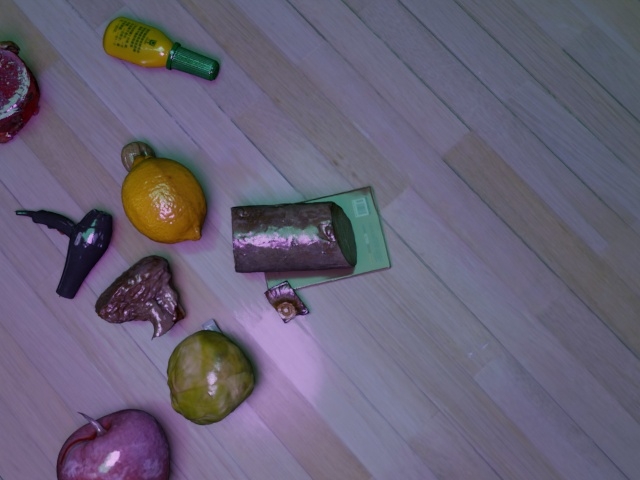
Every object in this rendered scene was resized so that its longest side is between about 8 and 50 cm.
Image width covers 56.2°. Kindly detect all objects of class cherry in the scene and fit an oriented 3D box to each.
[{"bbox_3d":[-0.454,0.488,1.330,0.236,0.213,0.285,-26,100,19],"label":"cherry"}]

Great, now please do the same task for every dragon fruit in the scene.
[{"bbox_3d":[-0.828,-0.364,1.523,0.211,0.147,0.282,21,85,-5],"label":"dragon fruit"}]

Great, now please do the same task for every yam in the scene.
[{"bbox_3d":[-0.068,-0.007,1.410,0.305,0.168,0.167,-3,80,2],"label":"yam"}]

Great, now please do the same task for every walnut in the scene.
[{"bbox_3d":[-0.457,-0.206,1.510,0.092,0.092,0.092,0,81,1],"label":"walnut"}]

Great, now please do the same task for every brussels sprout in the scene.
[{"bbox_3d":[-0.258,0.309,1.359,0.223,0.161,0.222,2,94,25],"label":"brussels sprout"}]

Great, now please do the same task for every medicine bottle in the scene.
[{"bbox_3d":[-0.412,-0.489,1.557,0.309,0.076,0.111,21,84,5],"label":"medicine bottle"}]

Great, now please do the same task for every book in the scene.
[{"bbox_3d":[0.000,0.000,1.496,0.311,0.021,0.216,-13,81,-1],"label":"book"}]

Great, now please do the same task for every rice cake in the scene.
[{"bbox_3d":[-0.229,0.273,1.449,0.042,0.030,0.180,-34,82,-9],"label":"rice cake"}]

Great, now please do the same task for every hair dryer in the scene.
[{"bbox_3d":[-0.660,-0.004,1.498,0.272,0.091,0.235,27,92,18],"label":"hair dryer"}]

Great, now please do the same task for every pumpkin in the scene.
[{"bbox_3d":[-0.081,0.149,1.460,0.073,0.035,0.101,-31,95,15],"label":"pumpkin"}]

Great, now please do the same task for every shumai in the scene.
[{"bbox_3d":[-0.417,0.149,1.428,0.206,0.166,0.175,-38,104,-4],"label":"shumai"}]

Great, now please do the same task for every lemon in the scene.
[{"bbox_3d":[-0.373,-0.097,1.436,0.188,0.188,0.256,-37,83,-5],"label":"lemon"}]
